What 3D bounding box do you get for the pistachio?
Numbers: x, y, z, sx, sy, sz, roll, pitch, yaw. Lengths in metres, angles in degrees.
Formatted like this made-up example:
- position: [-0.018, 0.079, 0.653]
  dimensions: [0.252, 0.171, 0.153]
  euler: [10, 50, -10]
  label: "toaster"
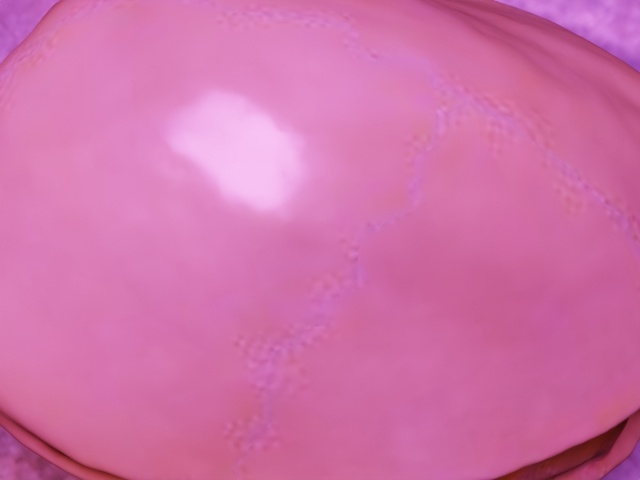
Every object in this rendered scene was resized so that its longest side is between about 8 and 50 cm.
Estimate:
- position: [0.000, 0.000, 0.698]
  dimensions: [0.321, 0.229, 0.238]
  euler: [5, 61, -10]
  label: "pistachio"
